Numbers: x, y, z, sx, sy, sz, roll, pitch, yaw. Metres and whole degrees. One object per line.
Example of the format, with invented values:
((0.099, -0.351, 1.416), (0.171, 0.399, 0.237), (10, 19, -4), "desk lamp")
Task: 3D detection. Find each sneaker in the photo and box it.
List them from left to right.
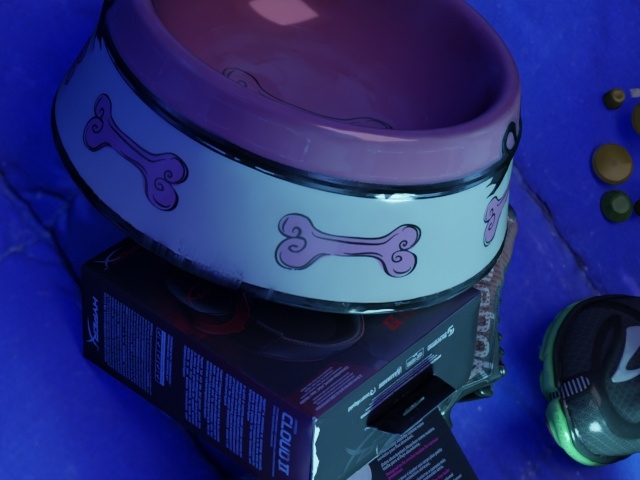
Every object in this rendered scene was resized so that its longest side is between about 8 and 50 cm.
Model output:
((0.130, 0.080, 1.700), (0.135, 0.097, 0.276), (44, 58, -18), "sneaker")
((0.419, 0.127, 1.834), (0.482, 0.202, 0.185), (-5, 80, -37), "sneaker")

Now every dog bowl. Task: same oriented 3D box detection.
((-0.013, -0.123, 1.478), (0.408, 0.150, 0.408), (14, 33, -9), "dog bowl")

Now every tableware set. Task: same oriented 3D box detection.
((0.346, -0.096, 1.948), (0.104, 0.024, 0.154), (-4, 77, -13), "tableware set")

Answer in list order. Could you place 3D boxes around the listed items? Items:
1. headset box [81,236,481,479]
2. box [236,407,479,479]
((-0.023, 0.078, 1.471), (0.218, 0.293, 0.110), (-33, 142, -37), "headset box")
((-0.002, 0.249, 1.513), (0.247, 0.163, 0.142), (-28, 91, -37), "box")
